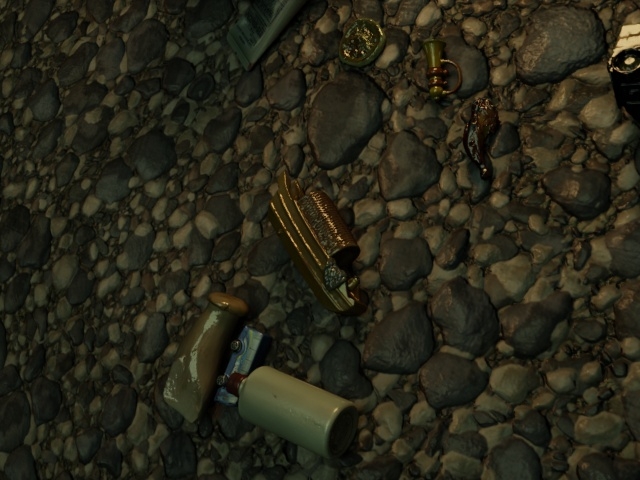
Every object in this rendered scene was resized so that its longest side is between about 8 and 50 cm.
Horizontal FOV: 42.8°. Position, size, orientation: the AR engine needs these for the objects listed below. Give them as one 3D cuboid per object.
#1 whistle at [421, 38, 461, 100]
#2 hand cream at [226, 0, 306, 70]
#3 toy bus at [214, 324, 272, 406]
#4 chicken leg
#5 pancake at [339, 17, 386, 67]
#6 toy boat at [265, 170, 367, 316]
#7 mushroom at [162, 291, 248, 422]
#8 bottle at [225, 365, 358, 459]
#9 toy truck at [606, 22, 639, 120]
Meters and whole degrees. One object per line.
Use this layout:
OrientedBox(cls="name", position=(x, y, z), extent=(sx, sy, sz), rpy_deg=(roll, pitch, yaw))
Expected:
OrientedBox(cls="whistle", position=(0.217, -0.304, 1.466), extent=(0.046, 0.057, 0.109), rpy_deg=(136, 128, -70))
OrientedBox(cls="hand cream", position=(-0.069, -0.511, 1.703), extent=(0.340, 0.078, 0.124), rpy_deg=(-46, 57, 22))
OrientedBox(cls="toy bus", position=(-0.143, 0.235, 1.511), extent=(0.061, 0.051, 0.152), rpy_deg=(19, 85, 29))
OrientedBox(cls="chicken leg", position=(0.271, -0.174, 1.388), extent=(0.062, 0.037, 0.144), rpy_deg=(8, 78, 21))
OrientedBox(cls="pancake", position=(0.080, -0.385, 1.585), extent=(0.108, 0.017, 0.108), rpy_deg=(-10, 72, 34))
OrientedBox(cls="toy boat", position=(0.000, 0.000, 1.469), extent=(0.115, 0.089, 0.310), rpy_deg=(-40, 57, 13))
OrientedBox(cls="mushroom", position=(-0.223, 0.214, 1.543), extent=(0.246, 0.096, 0.108), rpy_deg=(-67, 18, -8))
OrientedBox(cls="bottle", position=(-0.061, 0.284, 1.401), extent=(0.245, 0.104, 0.104), rpy_deg=(18, 85, 32))
OrientedBox(cls="toy truck", position=(0.557, -0.257, 1.176), extent=(0.257, 0.127, 0.127), rpy_deg=(4, 62, 33))
